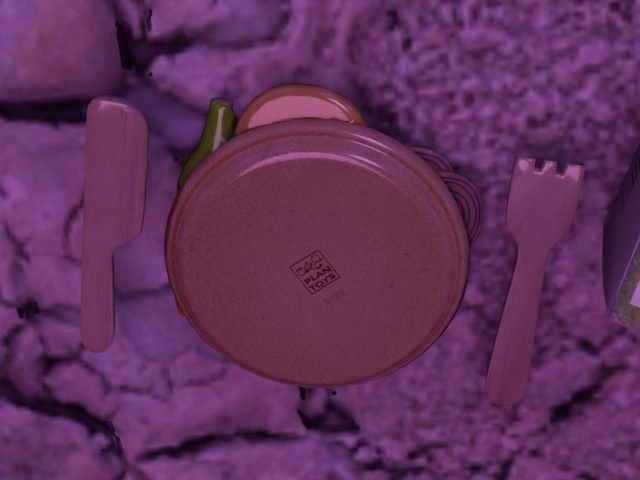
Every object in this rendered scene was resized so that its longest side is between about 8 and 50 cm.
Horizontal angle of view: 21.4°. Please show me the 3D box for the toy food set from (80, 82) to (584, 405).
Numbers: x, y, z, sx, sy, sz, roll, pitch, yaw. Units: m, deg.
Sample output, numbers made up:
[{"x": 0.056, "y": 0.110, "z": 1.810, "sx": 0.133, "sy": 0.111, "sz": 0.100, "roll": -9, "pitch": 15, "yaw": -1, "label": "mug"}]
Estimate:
[{"x": 0.000, "y": 0.000, "z": 0.688, "sx": 0.192, "sy": 0.038, "sz": 0.132, "roll": 9, "pitch": 118, "yaw": 0, "label": "toy food set"}]

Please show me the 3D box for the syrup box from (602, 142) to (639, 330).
[{"x": 0.231, "y": 0.011, "z": 0.620, "sx": 0.237, "sy": 0.096, "sz": 0.093, "roll": 19, "pitch": 113, "yaw": 1, "label": "syrup box"}]
